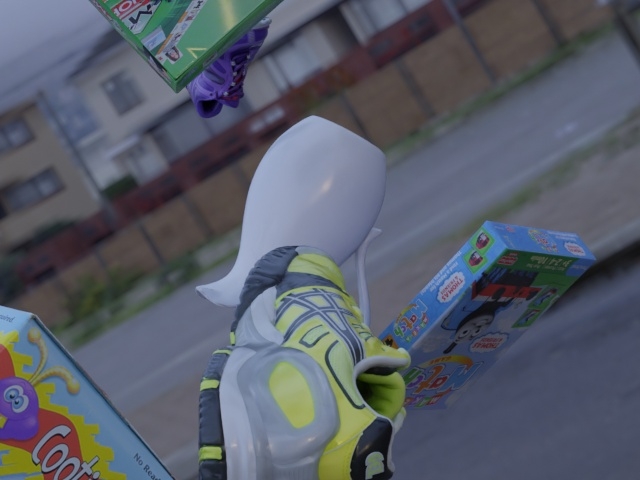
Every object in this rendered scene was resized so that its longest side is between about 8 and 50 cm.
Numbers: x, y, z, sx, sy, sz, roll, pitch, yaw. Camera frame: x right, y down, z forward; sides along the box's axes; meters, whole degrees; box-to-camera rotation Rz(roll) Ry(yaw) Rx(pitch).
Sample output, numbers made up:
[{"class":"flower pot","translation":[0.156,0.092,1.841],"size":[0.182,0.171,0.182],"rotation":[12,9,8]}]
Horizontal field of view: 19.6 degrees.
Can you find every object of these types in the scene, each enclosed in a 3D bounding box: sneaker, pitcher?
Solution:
[{"class":"sneaker","translation":[-0.002,0.115,1.471],"size":[0.147,0.145,0.384],"rotation":[4,22,5]},{"class":"pitcher","translation":[0.000,0.000,1.816],"size":[0.207,0.178,0.125],"rotation":[-62,21,-3]},{"class":"sneaker","translation":[-0.090,-0.177,1.905],"size":[0.068,0.071,0.170],"rotation":[-10,-16,-24]}]

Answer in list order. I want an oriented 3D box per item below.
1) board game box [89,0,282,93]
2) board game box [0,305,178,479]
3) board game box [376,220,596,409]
[{"class":"board game box","translation":[-0.078,-0.308,1.593],"size":[0.317,0.213,0.046],"rotation":[-42,-5,-9]},{"class":"board game box","translation":[-0.211,0.169,0.842],"size":[0.275,0.142,0.144],"rotation":[-46,24,-21]},{"class":"board game box","translation":[0.131,0.072,1.665],"size":[0.211,0.039,0.160],"rotation":[-47,-29,24]}]
